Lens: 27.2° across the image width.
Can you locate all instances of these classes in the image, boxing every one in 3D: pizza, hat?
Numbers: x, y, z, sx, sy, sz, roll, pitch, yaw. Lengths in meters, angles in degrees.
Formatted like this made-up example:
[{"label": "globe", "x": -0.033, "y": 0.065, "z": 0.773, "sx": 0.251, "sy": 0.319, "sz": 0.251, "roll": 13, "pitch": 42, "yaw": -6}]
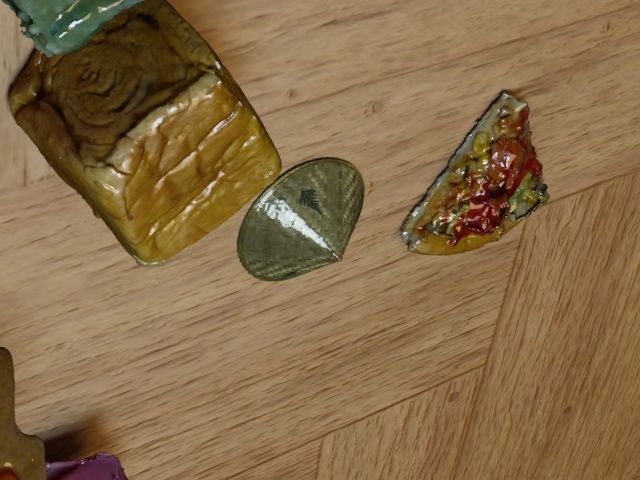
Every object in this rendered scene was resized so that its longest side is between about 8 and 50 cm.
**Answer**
[{"label": "pizza", "x": 0.176, "y": -0.059, "z": 1.369, "sx": 0.201, "sy": 0.053, "sz": 0.193, "roll": -23, "pitch": 140, "yaw": -25}, {"label": "hat", "x": 0.000, "y": 0.000, "z": 1.250, "sx": 0.146, "sy": 0.067, "sz": 0.146, "roll": -26, "pitch": 141, "yaw": -23}]

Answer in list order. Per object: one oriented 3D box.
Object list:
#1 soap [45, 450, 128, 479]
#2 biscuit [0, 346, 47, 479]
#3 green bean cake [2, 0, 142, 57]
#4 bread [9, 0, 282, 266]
[{"label": "soap", "x": -0.277, "y": 0.286, "z": 1.192, "sx": 0.250, "sy": 0.162, "sz": 0.099, "roll": -32, "pitch": 143, "yaw": -14}, {"label": "biscuit", "x": -0.305, "y": 0.143, "z": 0.943, "sx": 0.278, "sy": 0.301, "sz": 0.043, "roll": -52, "pitch": -173, "yaw": -35}, {"label": "green bean cake", "x": -0.137, "y": -0.264, "z": 0.811, "sx": 0.241, "sy": 0.132, "sz": 0.255, "roll": -41, "pitch": 144, "yaw": -10}, {"label": "bread", "x": -0.128, "y": -0.086, "z": 0.971, "sx": 0.149, "sy": 0.158, "sz": 0.143, "roll": -43, "pitch": 143, "yaw": -8}]
